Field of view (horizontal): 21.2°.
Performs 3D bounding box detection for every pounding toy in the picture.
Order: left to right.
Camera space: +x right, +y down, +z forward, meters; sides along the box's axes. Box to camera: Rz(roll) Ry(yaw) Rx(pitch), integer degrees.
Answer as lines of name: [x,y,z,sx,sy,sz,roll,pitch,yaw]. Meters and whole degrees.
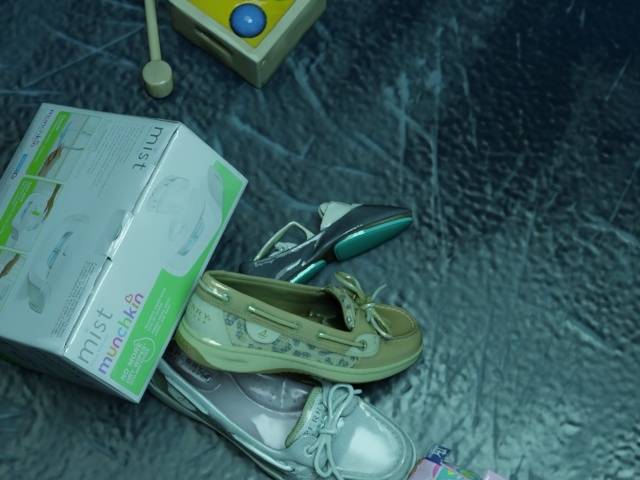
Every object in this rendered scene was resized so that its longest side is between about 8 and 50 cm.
pounding toy: [-0.125,-0.251,1.901,0.181,0.094,0.206,36,76,10]

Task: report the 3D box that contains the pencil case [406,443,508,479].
pencil case: [0.093,0.355,1.710,0.124,0.124,0.284,28,76,8]

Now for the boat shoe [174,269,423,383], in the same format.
boat shoe: [-0.007,0.082,1.742,0.285,0.089,0.104,2,28,-35]

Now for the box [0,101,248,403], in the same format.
box: [-0.238,0.005,1.751,0.231,0.127,0.262,11,69,42]

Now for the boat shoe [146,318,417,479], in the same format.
boat shoe: [-0.049,0.171,1.772,0.320,0.103,0.118,29,76,8]

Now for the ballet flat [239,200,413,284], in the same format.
ballet flat: [0.000,0.000,1.842,0.203,0.074,0.074,-31,76,-7]
